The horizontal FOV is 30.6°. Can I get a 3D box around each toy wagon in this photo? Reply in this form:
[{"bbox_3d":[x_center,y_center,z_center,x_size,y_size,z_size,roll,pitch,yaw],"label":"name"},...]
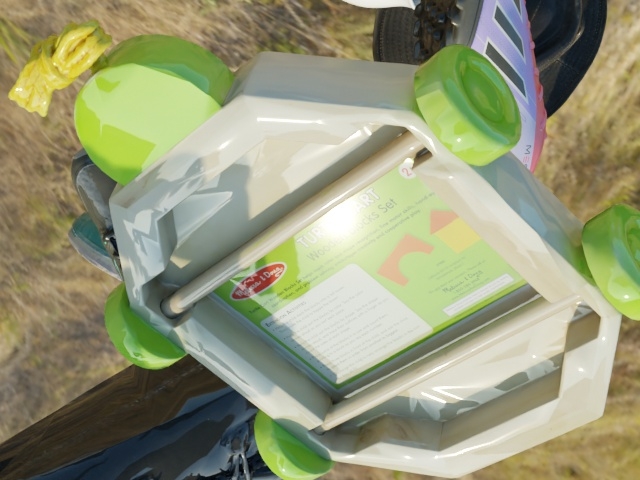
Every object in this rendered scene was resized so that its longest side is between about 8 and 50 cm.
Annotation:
[{"bbox_3d":[0.000,0.000,0.607,0.344,0.068,0.267,41,129,-20],"label":"toy wagon"}]

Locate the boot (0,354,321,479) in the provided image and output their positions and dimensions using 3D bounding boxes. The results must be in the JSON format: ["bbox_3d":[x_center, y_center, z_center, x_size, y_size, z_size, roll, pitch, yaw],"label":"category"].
[{"bbox_3d":[-0.206,0.264,0.872,0.445,0.146,0.367,-31,153,-34],"label":"boot"}]

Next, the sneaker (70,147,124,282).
[{"bbox_3d":[-0.164,0.016,1.201,0.101,0.106,0.267,-27,116,17],"label":"sneaker"}]

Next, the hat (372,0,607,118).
[{"bbox_3d":[0.236,-0.264,1.456,0.331,0.134,0.332,-5,109,-14],"label":"hat"}]

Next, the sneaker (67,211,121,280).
[{"bbox_3d":[-0.196,0.010,1.478,0.108,0.302,0.121,22,94,-55],"label":"sneaker"}]

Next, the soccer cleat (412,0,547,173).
[{"bbox_3d":[0.141,-0.131,0.988,0.116,0.109,0.318,-2,116,-12],"label":"soccer cleat"}]

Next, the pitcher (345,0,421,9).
[{"bbox_3d":[0.062,-0.334,1.332,0.125,0.207,0.177,-54,139,0],"label":"pitcher"}]
